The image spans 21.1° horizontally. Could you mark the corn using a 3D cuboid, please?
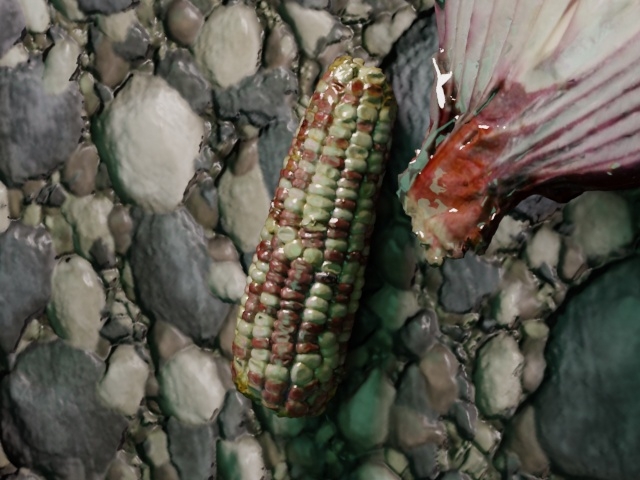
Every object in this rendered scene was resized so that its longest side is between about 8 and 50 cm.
[{"bbox_3d":[0.000,0.000,1.102,0.079,0.079,0.237,21,100,24],"label":"corn"}]

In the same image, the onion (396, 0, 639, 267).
[{"bbox_3d":[0.181,-0.134,0.956,0.349,0.159,0.267,-52,60,28],"label":"onion"}]
